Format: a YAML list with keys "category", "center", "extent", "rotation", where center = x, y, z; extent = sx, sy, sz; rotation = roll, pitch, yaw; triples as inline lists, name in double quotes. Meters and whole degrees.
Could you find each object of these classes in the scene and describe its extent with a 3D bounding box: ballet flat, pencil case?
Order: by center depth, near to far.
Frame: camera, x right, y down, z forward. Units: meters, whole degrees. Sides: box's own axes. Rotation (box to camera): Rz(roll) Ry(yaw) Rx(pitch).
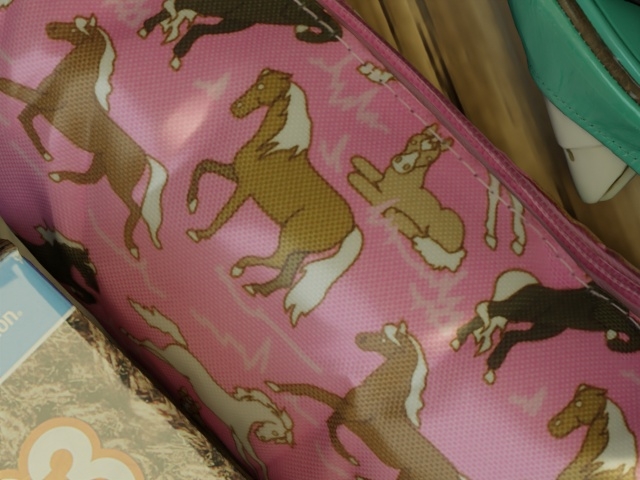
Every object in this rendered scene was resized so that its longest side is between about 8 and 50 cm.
- category: "ballet flat"
  center: [0.142, -0.028, 0.593]
  extent: [0.247, 0.083, 0.087]
  rotation: [44, 131, 12]
- category: "pencil case"
  center: [0.000, 0.000, 0.625]
  extent: [0.386, 0.160, 0.167]
  rotation: [46, 155, 8]

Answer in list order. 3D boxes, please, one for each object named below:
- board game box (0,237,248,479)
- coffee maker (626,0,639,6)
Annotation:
- category: "board game box"
  center: [-0.096, 0.179, 0.568]
  extent: [0.232, 0.141, 0.291]
  rotation: [-46, 103, -9]
- category: "coffee maker"
  center: [0.101, -0.185, 0.511]
  extent: [0.171, 0.120, 0.178]
  rotation: [29, 86, -8]
